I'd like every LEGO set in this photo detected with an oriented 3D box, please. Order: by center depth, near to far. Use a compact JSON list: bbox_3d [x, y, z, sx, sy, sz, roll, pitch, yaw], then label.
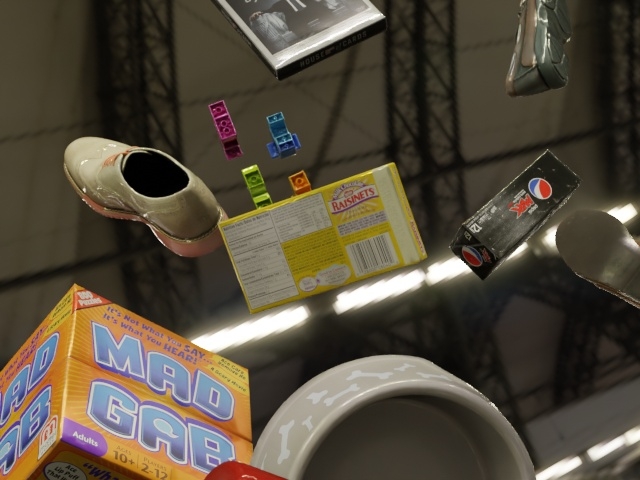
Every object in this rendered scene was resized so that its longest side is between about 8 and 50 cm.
[{"bbox_3d":[-0.050,-0.060,1.705,0.087,0.227,0.093,-21,-17,-5],"label":"LEGO set"}]

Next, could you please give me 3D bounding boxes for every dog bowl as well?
[{"bbox_3d":[0.092,0.307,1.638,0.349,0.348,0.102,-25,7,-13],"label":"dog bowl"}]

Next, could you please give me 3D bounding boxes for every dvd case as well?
[{"bbox_3d":[-0.040,-0.339,2.067,0.179,0.238,0.029,-28,-38,-13],"label":"dvd case"}]

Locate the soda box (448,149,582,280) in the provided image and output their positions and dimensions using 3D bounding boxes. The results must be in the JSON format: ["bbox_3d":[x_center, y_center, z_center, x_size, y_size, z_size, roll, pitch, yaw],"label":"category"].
[{"bbox_3d":[0.223,-0.030,1.632,0.169,0.060,0.053,-40,-12,-32],"label":"soda box"}]

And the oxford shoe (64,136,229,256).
[{"bbox_3d":[-0.304,-0.113,2.389,0.140,0.397,0.146,-45,-42,-24],"label":"oxford shoe"}]

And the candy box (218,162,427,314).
[{"bbox_3d":[0.000,0.000,1.483,0.206,0.105,0.027,-18,1,25],"label":"candy box"}]

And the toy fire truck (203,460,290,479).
[{"bbox_3d":[-0.086,0.292,1.376,0.158,0.246,0.217,25,-65,-27],"label":"toy fire truck"}]

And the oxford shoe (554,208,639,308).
[{"bbox_3d":[0.329,0.034,1.547,0.076,0.212,0.076,-46,-51,1],"label":"oxford shoe"}]

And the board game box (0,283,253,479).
[{"bbox_3d":[-0.356,0.368,2.359,0.357,0.356,0.356,29,-59,-25],"label":"board game box"}]

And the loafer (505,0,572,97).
[{"bbox_3d":[0.308,-0.296,2.075,0.084,0.096,0.267,-24,28,25],"label":"loafer"}]
